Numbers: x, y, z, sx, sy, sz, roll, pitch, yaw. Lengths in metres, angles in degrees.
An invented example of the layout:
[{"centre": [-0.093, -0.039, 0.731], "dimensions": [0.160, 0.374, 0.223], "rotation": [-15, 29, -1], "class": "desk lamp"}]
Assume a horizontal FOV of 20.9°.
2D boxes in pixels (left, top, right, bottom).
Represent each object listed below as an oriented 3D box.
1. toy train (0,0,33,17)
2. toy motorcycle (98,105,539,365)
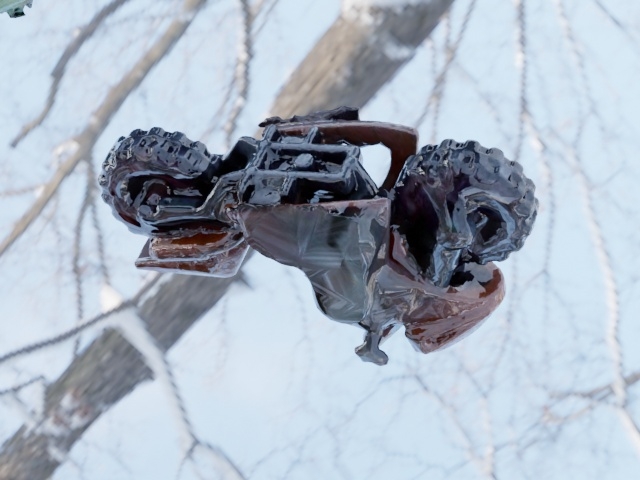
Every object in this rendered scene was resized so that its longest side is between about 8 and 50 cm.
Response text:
[{"centre": [-0.133, -0.246, 0.945], "dimensions": [0.138, 0.178, 0.330], "rotation": [35, -132, 27], "class": "toy train"}, {"centre": [0.000, 0.000, 0.818], "dimensions": [0.213, 0.118, 0.084], "rotation": [4, -134, 20], "class": "toy motorcycle"}]
